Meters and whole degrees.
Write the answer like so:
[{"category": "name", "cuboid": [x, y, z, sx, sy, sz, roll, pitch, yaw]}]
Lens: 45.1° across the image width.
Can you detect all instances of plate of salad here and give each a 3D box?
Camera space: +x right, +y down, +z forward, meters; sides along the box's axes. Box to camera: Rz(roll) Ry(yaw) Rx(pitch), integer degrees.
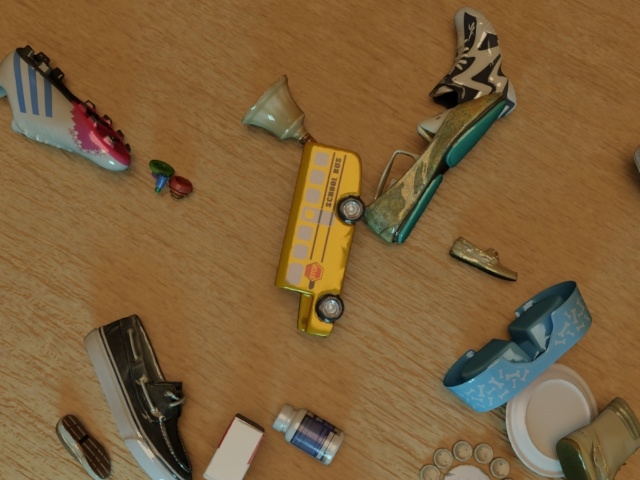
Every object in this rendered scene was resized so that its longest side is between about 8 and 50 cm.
[{"category": "plate of salad", "cuboid": [0.411, 0.319, 1.379, 0.199, 0.048, 0.200, 4, 78, -21]}]

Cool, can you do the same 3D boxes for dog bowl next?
[{"category": "dog bowl", "cuboid": [0.355, 0.190, 1.363, 0.297, 0.166, 0.074, -39, 92, -8]}]

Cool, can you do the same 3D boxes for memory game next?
[{"category": "memory game", "cuboid": [0.263, 0.452, 1.375, 0.186, 0.012, 0.186, 0, 78, 0]}]

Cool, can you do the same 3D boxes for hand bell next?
[{"category": "hand bell", "cuboid": [-0.021, -0.191, 1.485, 0.242, 0.126, 0.126, 42, 80, -4]}]

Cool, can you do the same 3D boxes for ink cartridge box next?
[{"category": "ink cartridge box", "cuboid": [-0.145, 0.361, 1.324, 0.063, 0.150, 0.109, 27, 79, 1]}]

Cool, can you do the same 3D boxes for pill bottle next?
[{"category": "pill bottle", "cuboid": [-0.022, 0.341, 1.370, 0.120, 0.067, 0.067, 30, 79, 6]}]

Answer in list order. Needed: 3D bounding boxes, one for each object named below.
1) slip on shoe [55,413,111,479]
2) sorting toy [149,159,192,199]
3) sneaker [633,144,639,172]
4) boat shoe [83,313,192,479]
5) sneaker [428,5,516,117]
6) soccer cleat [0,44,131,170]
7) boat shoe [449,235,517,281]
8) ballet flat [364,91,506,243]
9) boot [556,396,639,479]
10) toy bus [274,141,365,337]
[{"category": "slip on shoe", "cuboid": [-0.426, 0.374, 1.377, 0.041, 0.051, 0.135, -41, 88, 32]}, {"category": "sorting toy", "cuboid": [-0.296, -0.111, 1.482, 0.102, 0.061, 0.042, 37, 114, 14]}, {"category": "sneaker", "cuboid": [0.718, -0.081, 1.448, 0.126, 0.127, 0.321, -45, 106, -3]}, {"category": "boat shoe", "cuboid": [-0.298, 0.279, 1.354, 0.119, 0.121, 0.335, -31, 77, -2]}, {"category": "sneaker", "cuboid": [0.271, -0.337, 1.507, 0.153, 0.094, 0.235, -17, 88, -13]}, {"category": "soccer cleat", "cuboid": [-0.504, -0.225, 1.483, 0.143, 0.116, 0.331, -46, 79, 7]}, {"category": "boat shoe", "cuboid": [0.312, 0.034, 1.448, 0.135, 0.050, 0.045, 26, 84, 5]}, {"category": "ballet flat", "cuboid": [0.202, -0.156, 1.438, 0.123, 0.123, 0.349, 37, 94, 7]}, {"category": "boot", "cuboid": [0.505, 0.400, 1.349, 0.165, 0.077, 0.213, -28, 107, -28]}, {"category": "toy bus", "cuboid": [0.000, 0.000, 1.397, 0.130, 0.108, 0.333, 12, 88, -2]}]
